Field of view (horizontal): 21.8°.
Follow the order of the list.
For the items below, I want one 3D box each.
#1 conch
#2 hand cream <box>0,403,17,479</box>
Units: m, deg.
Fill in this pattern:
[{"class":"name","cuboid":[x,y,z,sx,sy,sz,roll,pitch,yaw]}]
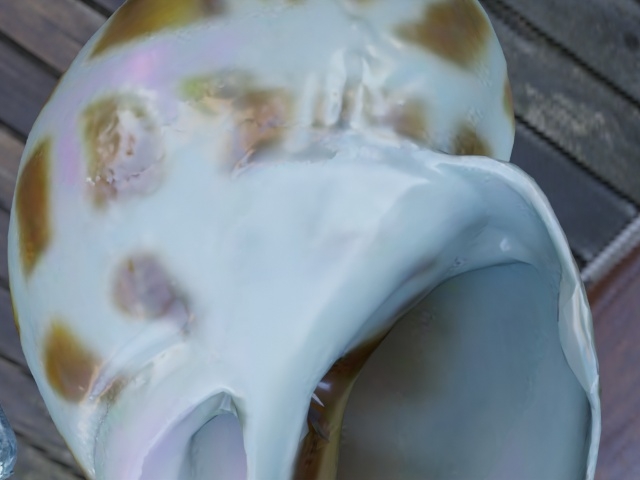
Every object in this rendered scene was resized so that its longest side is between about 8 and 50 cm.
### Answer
[{"class":"conch","cuboid":[0.000,0.001,0.682,0.249,0.197,0.368,9,90,11]},{"class":"hand cream","cuboid":[-0.219,0.056,0.858,0.095,0.046,0.175,-33,85,22]}]
